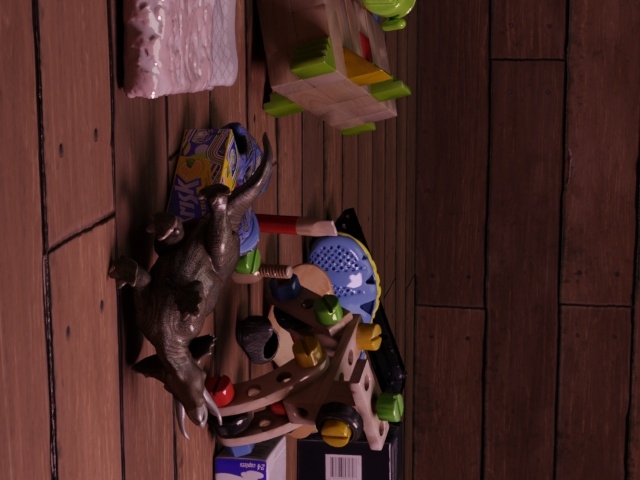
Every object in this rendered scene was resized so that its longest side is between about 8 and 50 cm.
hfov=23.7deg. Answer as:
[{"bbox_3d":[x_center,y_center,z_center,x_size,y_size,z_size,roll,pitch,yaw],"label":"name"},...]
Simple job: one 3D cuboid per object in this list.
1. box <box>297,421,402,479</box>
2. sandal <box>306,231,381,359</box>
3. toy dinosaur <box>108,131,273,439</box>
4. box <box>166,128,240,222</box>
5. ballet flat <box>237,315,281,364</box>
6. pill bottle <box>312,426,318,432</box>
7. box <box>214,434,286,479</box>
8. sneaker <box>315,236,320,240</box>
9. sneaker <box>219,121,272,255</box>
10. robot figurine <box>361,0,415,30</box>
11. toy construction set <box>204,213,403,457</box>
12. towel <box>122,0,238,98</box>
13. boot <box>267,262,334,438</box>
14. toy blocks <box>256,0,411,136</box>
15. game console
[{"bbox_3d":[0.051,0.359,2.540,0.158,0.156,0.093,-30,120,-78],"label":"box"},{"bbox_3d":[0.026,0.143,2.471,0.138,0.126,0.317,-44,134,-70],"label":"sandal"},{"bbox_3d":[-0.134,0.030,1.563,0.160,0.121,0.313,85,17,-68],"label":"toy dinosaur"},{"bbox_3d":[-0.134,-0.044,1.700,0.054,0.059,0.168,74,20,-54],"label":"box"},{"bbox_3d":[-0.075,0.139,2.091,0.173,0.049,0.057,50,44,-75],"label":"ballet flat"},{"bbox_3d":[-0.021,0.283,2.439,0.083,0.043,0.043,57,36,-73],"label":"pill bottle"},{"bbox_3d":[-0.090,0.333,1.982,0.126,0.072,0.137,-37,127,-77],"label":"box"},{"bbox_3d":[0.000,0.000,2.555,0.083,0.032,0.037,29,50,-84],"label":"sneaker"},{"bbox_3d":[-0.116,-0.056,1.798,0.221,0.083,0.087,-84,157,-50],"label":"sneaker"},{"bbox_3d":[0.094,-0.341,2.102,0.115,0.067,0.101,-8,97,-73],"label":"robot figurine"},{"bbox_3d":[0.004,0.123,1.889,0.257,0.237,0.308,-29,117,-56],"label":"toy construction set"},{"bbox_3d":[-0.145,-0.318,1.613,0.317,0.053,0.331,-29,120,-78],"label":"towel"},{"bbox_3d":[-0.022,0.130,2.291,0.211,0.104,0.295,-79,172,-65],"label":"boot"},{"bbox_3d":[0.005,-0.319,2.170,0.381,0.191,0.260,23,56,-69],"label":"toy blocks"},{"bbox_3d":[0.083,0.132,2.638,0.213,0.044,0.361,89,-13,-50],"label":"game console"}]
